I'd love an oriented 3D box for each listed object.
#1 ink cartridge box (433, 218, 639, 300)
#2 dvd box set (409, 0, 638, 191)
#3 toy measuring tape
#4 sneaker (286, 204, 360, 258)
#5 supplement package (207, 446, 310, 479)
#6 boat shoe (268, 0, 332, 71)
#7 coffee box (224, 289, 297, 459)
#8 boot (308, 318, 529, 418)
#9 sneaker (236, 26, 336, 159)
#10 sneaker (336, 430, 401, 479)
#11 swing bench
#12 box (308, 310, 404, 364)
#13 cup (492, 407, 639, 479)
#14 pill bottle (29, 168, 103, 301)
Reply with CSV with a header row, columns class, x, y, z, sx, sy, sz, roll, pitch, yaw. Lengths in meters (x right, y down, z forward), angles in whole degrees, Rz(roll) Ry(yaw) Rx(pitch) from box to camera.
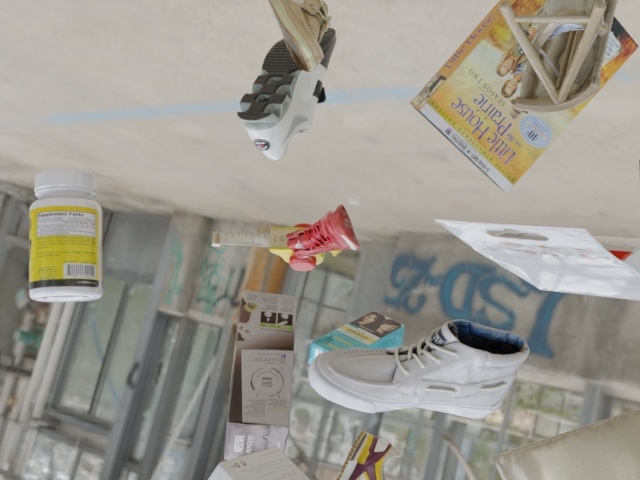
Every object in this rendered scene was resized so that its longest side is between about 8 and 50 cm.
class,x,y,z,sx,sy,sz,roll,pitch,yaw
ink cartridge box,0.436,0.007,1.550,0.308,0.091,0.385,6,163,47
dvd box set,0.432,-0.350,1.835,0.307,0.420,0.062,38,-172,-28
toy measuring tape,-0.105,0.018,2.205,0.330,0.121,0.121,0,168,7
sneaker,0.000,0.000,1.584,0.128,0.087,0.221,-21,170,4
supplement package,-0.055,0.486,1.319,0.293,0.177,0.175,40,-166,24
boat shoe,-0.033,-0.411,1.575,0.098,0.302,0.109,-22,130,2
coffee box,-0.119,0.272,1.739,0.119,0.297,0.168,6,141,-6
boot,0.122,0.141,1.054,0.258,0.095,0.123,7,127,-18
sneaker,-0.055,-0.299,1.760,0.122,0.330,0.146,11,143,30
sneaker,0.064,0.411,1.431,0.084,0.185,0.069,26,-175,5
swing bench,0.429,-0.394,1.508,0.165,0.253,0.255,7,149,23
box,0.088,0.243,2.043,0.100,0.060,0.244,23,-153,33
cup,0.458,0.392,1.320,0.331,0.237,0.331,-16,163,-5
pill bottle,-0.422,-0.006,1.445,0.119,0.208,0.119,-3,170,0
